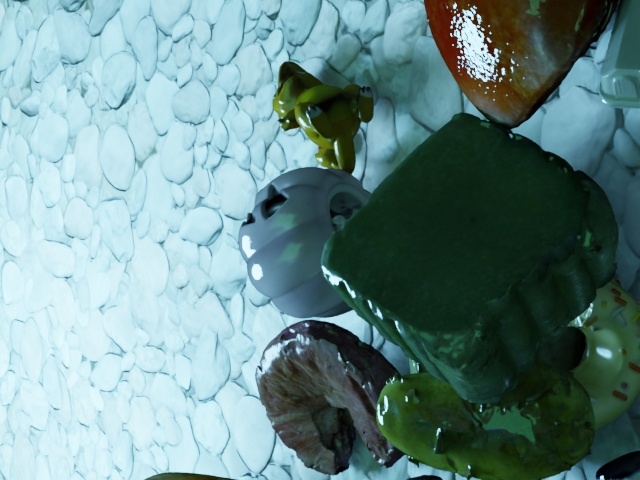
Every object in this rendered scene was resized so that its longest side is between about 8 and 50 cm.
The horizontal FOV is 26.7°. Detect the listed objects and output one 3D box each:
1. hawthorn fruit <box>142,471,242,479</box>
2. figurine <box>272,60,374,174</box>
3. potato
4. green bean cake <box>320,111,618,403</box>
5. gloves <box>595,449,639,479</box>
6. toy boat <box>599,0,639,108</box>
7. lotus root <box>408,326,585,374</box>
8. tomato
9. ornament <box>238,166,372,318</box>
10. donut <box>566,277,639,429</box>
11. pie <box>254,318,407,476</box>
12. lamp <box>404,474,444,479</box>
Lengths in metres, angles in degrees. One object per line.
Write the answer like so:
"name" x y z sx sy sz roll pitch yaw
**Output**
"hawthorn fruit" -0.137 0.426 1.681 0.301 0.268 0.267 -8 86 45
"figurine" -0.002 -0.143 1.618 0.176 0.121 0.122 42 151 54
"potato" 0.153 0.169 1.274 0.226 0.090 0.117 -2 83 34
"green bean cake" 0.145 0.011 1.236 0.227 0.125 0.222 -49 50 -6
"gloves" 0.316 0.312 1.261 0.119 0.097 0.229 113 150 -88
"toy boat" 0.334 -0.205 1.162 0.141 0.269 0.140 17 139 15
"lotus root" 0.169 0.087 1.405 0.210 0.142 0.314 6 93 10
"tomato" 0.177 -0.269 1.248 0.309 0.170 0.309 -61 7 12
"ornament" 0.000 0.000 1.552 0.177 0.177 0.177 4 96 48
"donut" 0.271 0.108 1.292 0.065 0.108 0.166 -155 69 -67
"pie" 0.013 0.191 1.593 0.204 0.054 0.219 52 138 1
"lamp" 0.100 0.391 1.470 0.197 0.198 0.244 -55 34 35
